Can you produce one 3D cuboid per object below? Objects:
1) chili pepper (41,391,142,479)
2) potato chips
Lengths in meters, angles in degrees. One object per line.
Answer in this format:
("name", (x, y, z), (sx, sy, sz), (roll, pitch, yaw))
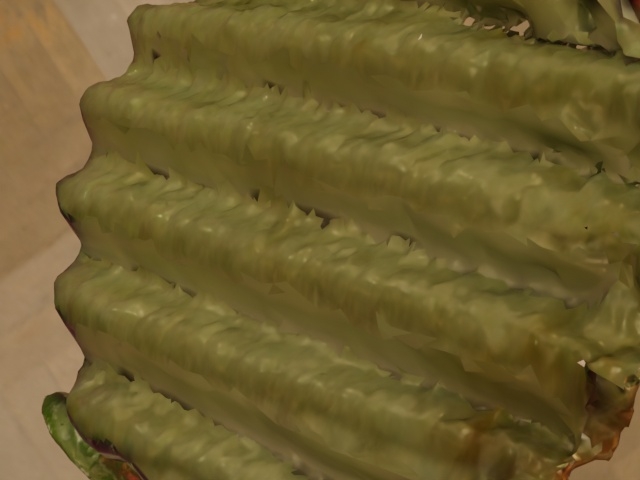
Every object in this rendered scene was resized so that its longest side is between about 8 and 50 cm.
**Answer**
("chili pepper", (-0.053, 0.147, 0.940), (0.074, 0.257, 0.100), (-34, 43, 24))
("potato chips", (0.000, 0.000, 0.724), (0.429, 0.070, 0.358), (19, 95, 50))
